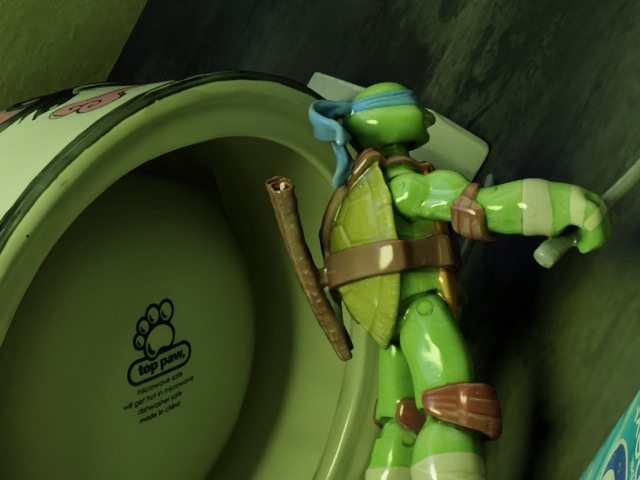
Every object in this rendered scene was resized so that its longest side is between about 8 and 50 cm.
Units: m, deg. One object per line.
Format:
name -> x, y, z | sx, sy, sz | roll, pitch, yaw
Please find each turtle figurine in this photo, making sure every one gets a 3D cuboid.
turtle figurine -> 0.106, 0.043, 0.875 | 0.198, 0.275, 0.266 | -8, 76, 39

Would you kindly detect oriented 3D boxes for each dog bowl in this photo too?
dog bowl -> -0.124, 0.086, 0.913 | 0.150, 0.408, 0.408 | 16, 79, 37

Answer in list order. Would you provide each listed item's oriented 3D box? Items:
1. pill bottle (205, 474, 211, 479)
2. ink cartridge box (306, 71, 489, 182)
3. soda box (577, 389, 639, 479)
pill bottle -> -0.093, 0.215, 1.119 | 0.186, 0.112, 0.112 | -66, 21, -7
ink cartridge box -> 0.000, 0.000, 1.222 | 0.261, 0.066, 0.296 | -61, 21, 2
soda box -> 0.153, 0.110, 0.606 | 0.210, 0.071, 0.067 | 99, -175, -61
